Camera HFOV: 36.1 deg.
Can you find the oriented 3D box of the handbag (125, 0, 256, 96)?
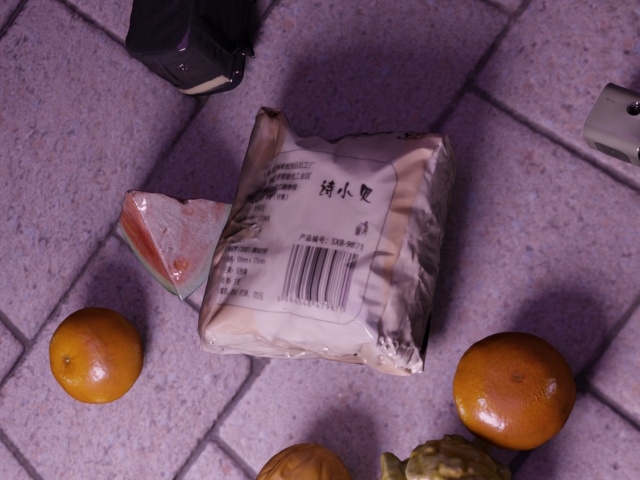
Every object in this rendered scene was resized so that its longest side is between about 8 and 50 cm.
[{"bbox_3d":[-0.215,-0.375,1.641,0.181,0.181,0.254,-4,71,26],"label":"handbag"}]

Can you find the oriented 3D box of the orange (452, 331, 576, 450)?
[{"bbox_3d":[0.250,0.195,1.273,0.156,0.124,0.156,-3,66,7],"label":"orange"}]

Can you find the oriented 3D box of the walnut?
[{"bbox_3d":[-0.028,0.378,1.343,0.159,0.159,0.206,12,86,29],"label":"walnut"}]

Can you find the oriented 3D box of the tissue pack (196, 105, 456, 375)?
[{"bbox_3d":[0.000,0.000,1.417,0.376,0.195,0.389,9,79,32],"label":"tissue pack"}]

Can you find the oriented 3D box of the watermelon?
[{"bbox_3d":[-0.249,-0.035,1.584,0.207,0.202,0.136,23,47,28],"label":"watermelon"}]

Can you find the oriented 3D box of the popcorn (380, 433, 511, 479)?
[{"bbox_3d":[0.151,0.340,1.251,0.187,0.185,0.167,-40,43,21],"label":"popcorn"}]

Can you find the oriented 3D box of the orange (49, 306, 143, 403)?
[{"bbox_3d":[-0.353,0.182,1.572,0.159,0.136,0.158,2,93,35],"label":"orange"}]

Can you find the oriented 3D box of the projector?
[{"bbox_3d":[0.412,-0.154,1.318,0.082,0.083,0.083,28,89,30],"label":"projector"}]
